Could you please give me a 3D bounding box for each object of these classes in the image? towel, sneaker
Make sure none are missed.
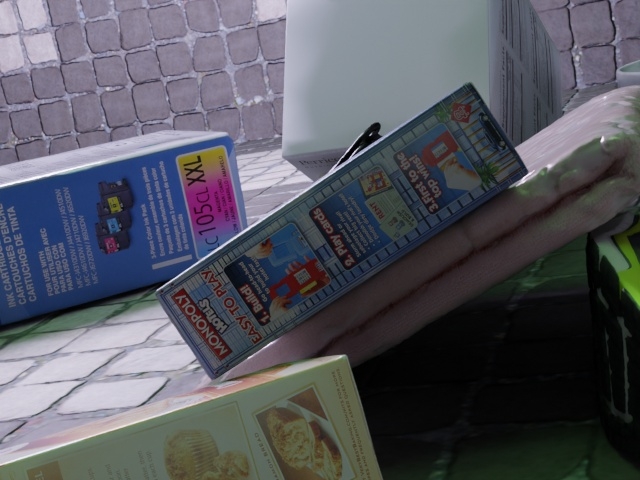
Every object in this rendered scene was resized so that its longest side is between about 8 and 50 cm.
[{"bbox_3d":[0.090,0.003,0.806,0.317,0.053,0.332,-34,2,19],"label":"towel"},{"bbox_3d":[0.217,0.035,0.679,0.121,0.111,0.300,-5,14,13],"label":"sneaker"}]

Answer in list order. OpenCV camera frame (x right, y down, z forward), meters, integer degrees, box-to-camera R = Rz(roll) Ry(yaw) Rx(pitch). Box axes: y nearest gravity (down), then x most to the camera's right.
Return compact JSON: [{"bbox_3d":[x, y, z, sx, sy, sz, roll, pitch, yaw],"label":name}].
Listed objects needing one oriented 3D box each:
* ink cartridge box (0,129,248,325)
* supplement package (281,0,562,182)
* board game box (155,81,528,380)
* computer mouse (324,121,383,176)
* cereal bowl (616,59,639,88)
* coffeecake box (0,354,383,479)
[{"bbox_3d":[-0.309,-0.013,1.319,0.395,0.151,0.270,-14,10,-21],"label":"ink cartridge box"},{"bbox_3d":[0.108,-0.137,1.143,0.199,0.198,0.262,-6,-20,24],"label":"supplement package"},{"bbox_3d":[0.000,0.000,0.680,0.194,0.060,0.194,-33,2,-9],"label":"board game box"},{"bbox_3d":[-0.011,0.008,0.934,0.184,0.060,0.262,-49,2,-7],"label":"computer mouse"},{"bbox_3d":[0.475,-0.136,1.185,0.339,0.141,0.339,-10,9,2],"label":"cereal bowl"},{"bbox_3d":[-0.082,0.114,0.563,0.185,0.068,0.142,-16,-3,-16],"label":"coffeecake box"}]
